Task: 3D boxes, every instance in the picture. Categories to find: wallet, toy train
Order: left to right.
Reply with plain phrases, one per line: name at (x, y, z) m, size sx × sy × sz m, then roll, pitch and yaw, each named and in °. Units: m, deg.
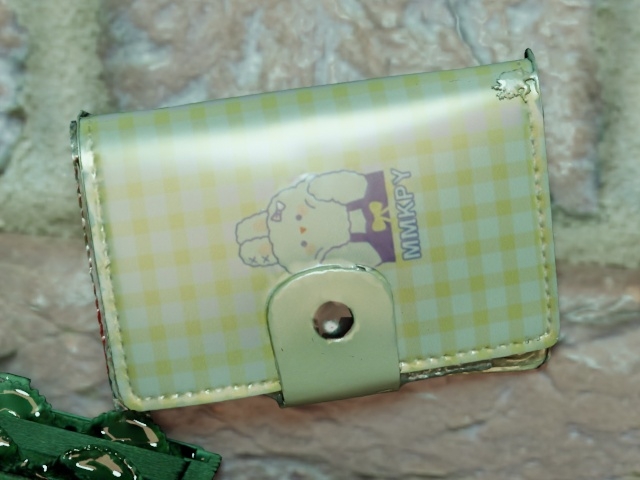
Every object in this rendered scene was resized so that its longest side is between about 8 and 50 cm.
toy train at (-0.231, 0.186, 1.001) m, size 0.330 × 0.138 × 0.178 m, roll 13°, pitch 101°, yaw 2°
wallet at (0.000, 0.000, 1.002) m, size 0.309 × 0.077 × 0.223 m, roll -7°, pitch 95°, yaw 1°
